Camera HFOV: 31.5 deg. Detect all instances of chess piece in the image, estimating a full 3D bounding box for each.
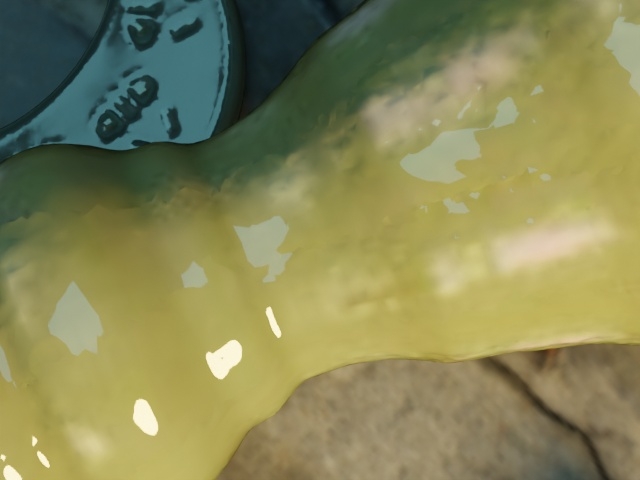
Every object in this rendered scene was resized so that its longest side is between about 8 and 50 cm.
[{"bbox_3d":[0.000,0.000,0.516,0.442,0.234,0.234,-25,86,-2],"label":"chess piece"}]

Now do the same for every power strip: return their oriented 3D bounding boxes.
[{"bbox_3d":[-0.140,-0.068,0.624,0.167,0.054,0.253,39,89,5],"label":"power strip"}]
